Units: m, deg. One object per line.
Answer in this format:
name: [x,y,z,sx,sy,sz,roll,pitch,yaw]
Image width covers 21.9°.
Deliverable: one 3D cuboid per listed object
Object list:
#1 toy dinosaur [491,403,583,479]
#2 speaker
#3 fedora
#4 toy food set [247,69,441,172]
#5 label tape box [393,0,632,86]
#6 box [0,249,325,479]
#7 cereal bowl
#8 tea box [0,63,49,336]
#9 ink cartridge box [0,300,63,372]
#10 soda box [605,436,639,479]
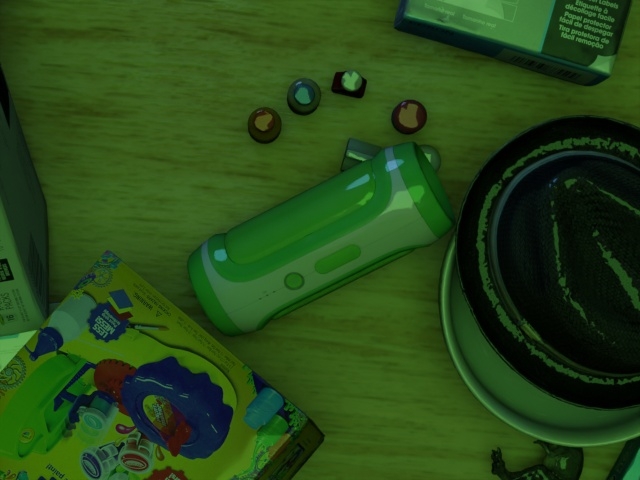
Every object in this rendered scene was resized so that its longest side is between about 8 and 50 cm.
toy dinosaur: [0.256,0.301,1.966,0.118,0.064,0.268,6,94,-8]
speaker: [0.000,0.000,1.898,0.296,0.131,0.131,-27,91,12]
fedora: [0.308,0.024,1.776,0.334,0.152,0.334,0,90,-2]
toy food set: [0.036,-0.138,1.930,0.232,0.104,0.111,17,90,-2]
label tape box: [0.251,-0.379,1.899,0.249,0.115,0.348,16,90,-2]
box: [-0.198,0.220,1.801,0.290,0.177,0.279,38,83,13]
cereal bowl: [0.298,0.064,1.921,0.339,0.141,0.339,0,90,-2]
tea box: [-0.487,-0.058,1.784,0.323,0.220,0.329,-10,136,0]
ink cartridge box: [-0.329,0.165,1.946,0.104,0.060,0.180,-6,91,-3]
soda box: [0.390,0.279,1.963,0.071,0.067,0.210,29,90,-2]
